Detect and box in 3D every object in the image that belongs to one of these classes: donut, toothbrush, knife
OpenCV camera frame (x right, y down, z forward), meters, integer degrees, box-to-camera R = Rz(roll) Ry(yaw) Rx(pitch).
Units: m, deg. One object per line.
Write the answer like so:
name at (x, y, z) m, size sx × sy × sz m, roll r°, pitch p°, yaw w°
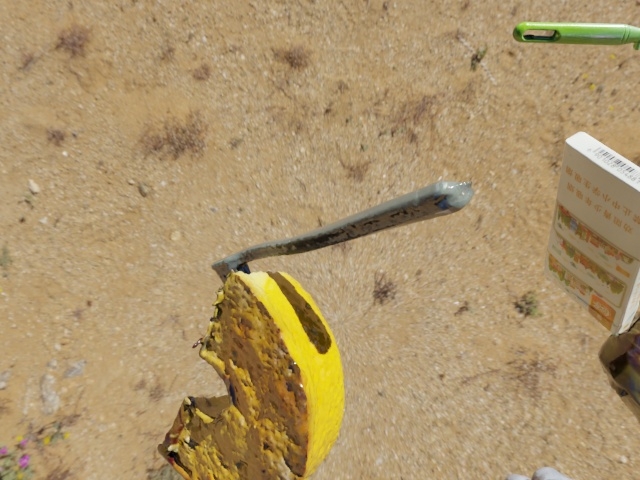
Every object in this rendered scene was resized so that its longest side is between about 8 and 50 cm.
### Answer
donut at (-0.051, 0.163, 0.594) m, size 0.152 × 0.101 × 0.259 m, roll 42°, pitch 122°, yaw 27°
toothbrush at (0.000, 0.000, 0.523) m, size 0.030 × 0.297 × 0.031 m, roll -28°, pitch 96°, yaw -43°
knife at (0.321, -0.236, 0.714) m, size 0.211 × 0.054 × 0.015 m, roll 1°, pitch 50°, yaw 2°

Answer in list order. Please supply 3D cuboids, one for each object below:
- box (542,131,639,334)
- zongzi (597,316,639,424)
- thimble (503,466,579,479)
box at (0.307, 0.000, 0.707) m, size 0.032 × 0.221 × 0.122 m, roll -29°, pitch 49°, yaw -15°
zongzi at (0.340, 0.188, 0.460) m, size 0.134 × 0.288 × 0.286 m, roll -41°, pitch 88°, yaw 17°
thimble at (0.076, 0.170, 0.270) m, size 0.127 × 0.151 × 0.118 m, roll -20°, pitch 70°, yaw -18°
